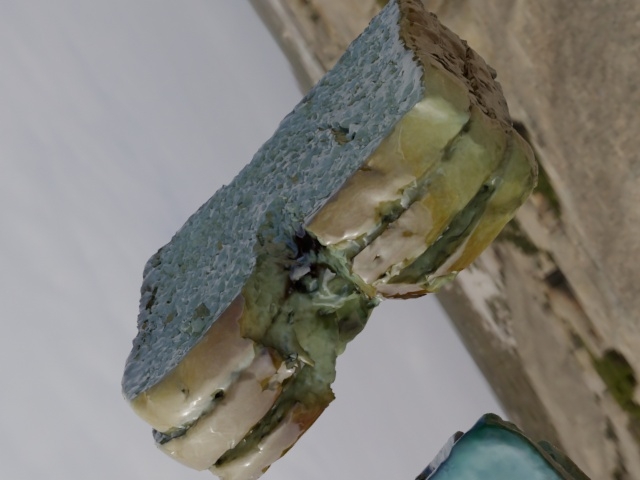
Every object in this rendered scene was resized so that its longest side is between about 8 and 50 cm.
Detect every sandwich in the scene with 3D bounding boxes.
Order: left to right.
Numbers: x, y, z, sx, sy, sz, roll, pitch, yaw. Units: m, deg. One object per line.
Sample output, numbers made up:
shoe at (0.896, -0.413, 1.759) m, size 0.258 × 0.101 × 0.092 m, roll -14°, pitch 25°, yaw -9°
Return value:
sandwich at (-0.001, -0.001, 0.671) m, size 0.095 × 0.273 × 0.249 m, roll 39°, pitch -163°, yaw -17°

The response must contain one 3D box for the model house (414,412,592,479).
model house at (0.196, 0.298, 1.006) m, size 0.280 × 0.230 × 0.249 m, roll 45°, pitch -164°, yaw 13°
